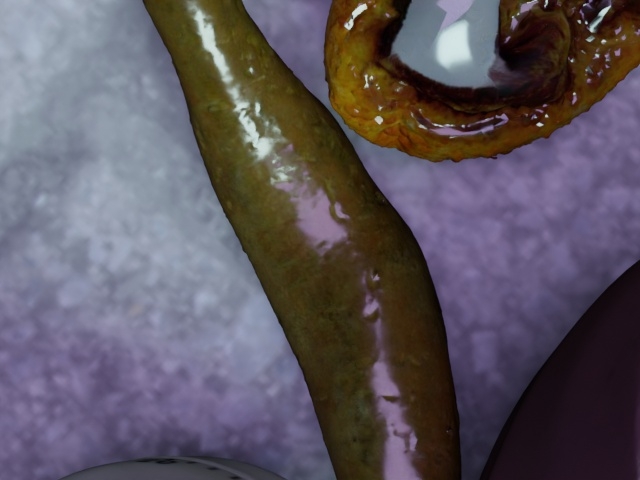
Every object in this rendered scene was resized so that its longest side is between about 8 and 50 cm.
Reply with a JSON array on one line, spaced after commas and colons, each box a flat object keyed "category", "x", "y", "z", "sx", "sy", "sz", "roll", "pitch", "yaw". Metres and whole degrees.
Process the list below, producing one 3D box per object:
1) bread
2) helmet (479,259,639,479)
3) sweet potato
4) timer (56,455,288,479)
[{"category": "bread", "x": 0.112, "y": -0.145, "z": 0.561, "sx": 0.139, "sy": 0.095, "sz": 0.269, "roll": 41, "pitch": 87, "yaw": -25}, {"category": "helmet", "x": 0.155, "y": 0.142, "z": 0.479, "sx": 0.197, "sy": 0.271, "sz": 0.338, "roll": 32, "pitch": 68, "yaw": 2}, {"category": "sweet potato", "x": -0.001, "y": -0.004, "z": 0.553, "sx": 0.079, "sy": 0.108, "sz": 0.346, "roll": -24, "pitch": 96, "yaw": 6}, {"category": "timer", "x": -0.057, "y": 0.215, "z": 0.541, "sx": 0.233, "sy": 0.240, "sz": 0.234, "roll": -5, "pitch": 80, "yaw": 27}]
